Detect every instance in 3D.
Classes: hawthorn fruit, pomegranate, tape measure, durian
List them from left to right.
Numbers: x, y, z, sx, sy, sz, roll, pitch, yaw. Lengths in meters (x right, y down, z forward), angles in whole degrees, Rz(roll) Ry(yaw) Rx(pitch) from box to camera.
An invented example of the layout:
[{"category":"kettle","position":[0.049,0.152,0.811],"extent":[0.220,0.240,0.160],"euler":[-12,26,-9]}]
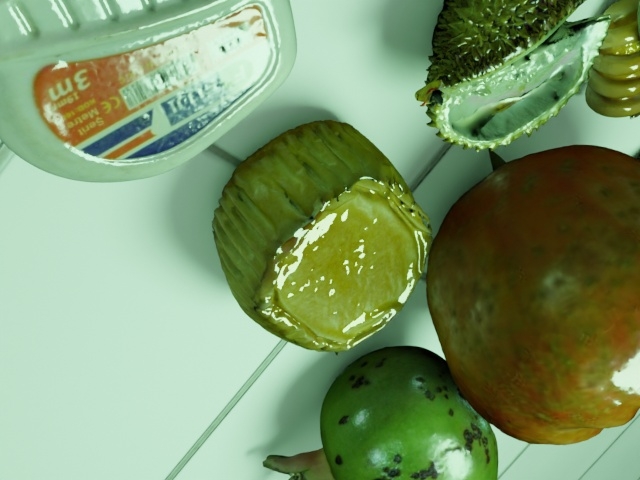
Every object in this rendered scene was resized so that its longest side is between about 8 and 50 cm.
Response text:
[{"category":"tape measure","position":[-0.157,-0.170,0.639],"extent":[0.258,0.130,0.265],"euler":[-33,147,-10]},{"category":"pomegranate","position":[0.095,0.304,1.203],"extent":[0.323,0.291,0.291],"euler":[-20,137,-18]},{"category":"durian","position":[0.175,-0.204,0.900],"extent":[0.237,0.138,0.194],"euler":[-21,142,-29]},{"category":"hawthorn fruit","position":[0.316,0.048,1.092],"extent":[0.402,0.403,0.403],"euler":[-25,139,-24]}]

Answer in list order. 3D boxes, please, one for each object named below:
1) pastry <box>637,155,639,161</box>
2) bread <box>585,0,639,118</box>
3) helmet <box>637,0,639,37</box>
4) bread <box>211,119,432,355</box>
[{"category":"pastry","position":[0.586,-0.065,1.431],"extent":[0.235,0.132,0.240],"euler":[-27,133,-8]},{"category":"bread","position":[0.416,-0.243,1.131],"extent":[0.119,0.084,0.177],"euler":[-32,137,-17]},{"category":"helmet","position":[0.499,-0.326,1.015],"extent":[0.204,0.137,0.258],"euler":[-6,108,-37]},{"category":"bread","position":[0.000,0.000,0.931],"extent":[0.227,0.142,0.253],"euler":[-41,140,-1]}]
